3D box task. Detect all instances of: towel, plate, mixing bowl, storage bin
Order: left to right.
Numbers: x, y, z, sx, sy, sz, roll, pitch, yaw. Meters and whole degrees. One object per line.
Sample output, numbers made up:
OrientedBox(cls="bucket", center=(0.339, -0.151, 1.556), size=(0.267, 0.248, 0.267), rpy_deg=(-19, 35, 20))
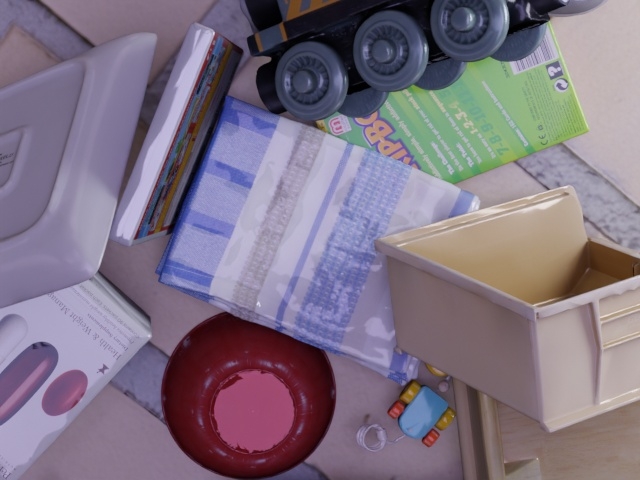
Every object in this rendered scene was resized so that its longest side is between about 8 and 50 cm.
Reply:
OrientedBox(cls="plate", center=(-0.287, -0.057, 1.659), size=(0.277, 0.278, 0.045), rpy_deg=(-17, 138, 34))
OrientedBox(cls="mixing bowl", center=(-0.070, 0.163, 1.824), size=(0.181, 0.098, 0.181), rpy_deg=(0, 95, -5))
OrientedBox(cls="towel", center=(0.000, 0.000, 1.809), size=(0.285, 0.034, 0.209), rpy_deg=(22, 89, -5))
OrientedBox(cls="storage bin", center=(0.234, 0.053, 1.716), size=(0.260, 0.262, 0.123), rpy_deg=(-16, 111, -26))

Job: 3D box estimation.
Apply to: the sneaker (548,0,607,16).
OrientedBox(cls="sneaker", center=(0.170, -0.308, 1.781), size=(0.281, 0.115, 0.105), rpy_deg=(26, 83, -7))

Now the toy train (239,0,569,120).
OrientedBox(cls="toy train", center=(0.071, -0.234, 1.718), size=(0.334, 0.142, 0.190), rpy_deg=(-18, 86, 30))

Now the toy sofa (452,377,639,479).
OrientedBox(cls="toy sofa", center=(0.317, 0.162, 1.809), size=(0.363, 0.177, 0.150), rpy_deg=(-8, 103, -3))

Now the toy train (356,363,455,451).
OrientedBox(cls="toy train", center=(0.081, 0.131, 1.861), size=(0.125, 0.046, 0.166), rpy_deg=(-1, 92, -3))

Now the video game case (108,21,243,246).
OrientedBox(cls="video game case", center=(-0.131, -0.097, 1.699), size=(0.025, 0.285, 0.204), rpy_deg=(22, 93, 1))

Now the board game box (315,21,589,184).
OrientedBox(cls="board game box", center=(0.132, -0.122, 1.844), size=(0.259, 0.039, 0.124), rpy_deg=(-21, 96, -4))

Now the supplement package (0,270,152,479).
OrientedBox(cls="supplement package", center=(-0.303, 0.095, 1.771), size=(0.194, 0.149, 0.203), rpy_deg=(42, 90, -7))
